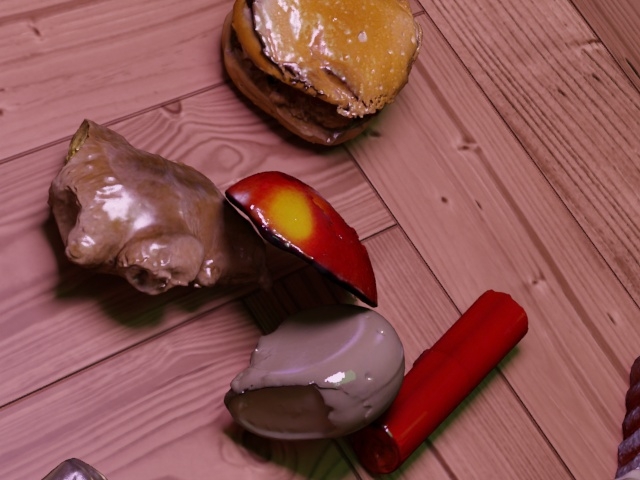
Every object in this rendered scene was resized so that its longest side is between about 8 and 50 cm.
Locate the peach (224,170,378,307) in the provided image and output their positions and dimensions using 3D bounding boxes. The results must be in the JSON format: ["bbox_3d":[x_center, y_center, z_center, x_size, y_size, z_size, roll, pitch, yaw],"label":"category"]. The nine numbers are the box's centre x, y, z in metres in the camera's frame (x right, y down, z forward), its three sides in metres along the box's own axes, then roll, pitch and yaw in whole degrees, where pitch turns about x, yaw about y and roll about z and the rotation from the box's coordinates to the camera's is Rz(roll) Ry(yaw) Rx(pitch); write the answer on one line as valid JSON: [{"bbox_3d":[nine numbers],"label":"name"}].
[{"bbox_3d":[0.002,-0.003,1.750,0.189,0.068,0.279,43,4,23],"label":"peach"}]

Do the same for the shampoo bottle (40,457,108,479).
[{"bbox_3d":[-0.297,0.343,1.459,0.125,0.084,0.350,37,49,0],"label":"shampoo bottle"}]

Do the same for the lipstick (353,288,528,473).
[{"bbox_3d":[0.136,0.155,1.823,0.073,0.073,0.280,46,49,4],"label":"lipstick"}]

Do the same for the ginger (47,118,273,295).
[{"bbox_3d":[-0.159,-0.015,1.731,0.270,0.123,0.219,21,32,-15],"label":"ginger"}]

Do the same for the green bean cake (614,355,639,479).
[{"bbox_3d":[0.456,0.236,1.927,0.198,0.097,0.232,29,51,-10],"label":"green bean cake"}]

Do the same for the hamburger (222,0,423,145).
[{"bbox_3d":[-0.004,-0.232,1.937,0.244,0.163,0.244,12,63,-25],"label":"hamburger"}]

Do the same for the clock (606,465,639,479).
[{"bbox_3d":[0.357,0.386,1.689,0.284,0.114,0.309,1,44,-8],"label":"clock"}]

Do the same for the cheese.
[{"bbox_3d":[0.005,0.134,1.719,0.202,0.175,0.091,-57,136,-61],"label":"cheese"}]
